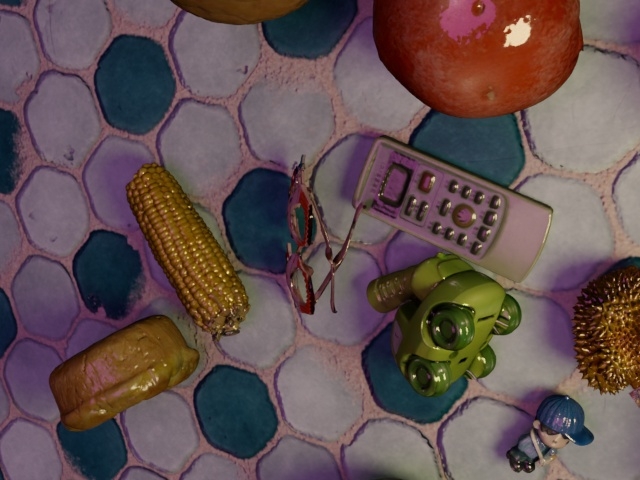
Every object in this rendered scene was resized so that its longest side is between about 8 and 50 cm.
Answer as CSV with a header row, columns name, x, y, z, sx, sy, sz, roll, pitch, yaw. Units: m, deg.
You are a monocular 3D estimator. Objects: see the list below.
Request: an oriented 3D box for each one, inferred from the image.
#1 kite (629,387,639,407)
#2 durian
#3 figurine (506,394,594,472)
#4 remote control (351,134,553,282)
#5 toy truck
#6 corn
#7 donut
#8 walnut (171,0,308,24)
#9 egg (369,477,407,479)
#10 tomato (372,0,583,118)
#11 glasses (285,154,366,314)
name,x,y,z,sx,sy,sz,roll,pitch,yaw
kite,0.454,0.232,1.216,0.044,0.002,0.078,-15,93,28
durian,0.408,0.116,1.146,0.158,0.137,0.168,-4,86,8
figurine,0.323,0.274,1.262,0.136,0.077,0.079,-45,45,42
remote control,0.186,-0.046,1.267,0.285,0.038,0.123,28,111,18
toy truck,0.169,0.100,1.253,0.187,0.148,0.210,-51,59,43
corn,-0.219,0.018,1.445,0.115,0.115,0.317,-35,84,28
donut,-0.342,0.226,1.496,0.261,0.208,0.128,-29,87,24
walnut,-0.121,-0.451,1.196,0.333,0.333,0.332,6,104,25
egg,0.107,0.468,1.322,0.269,0.219,0.219,-3,100,23
tomato,0.185,-0.277,1.085,0.265,0.265,0.264,6,104,25
glasses,-0.008,-0.001,1.347,0.162,0.095,0.255,-144,54,-61
